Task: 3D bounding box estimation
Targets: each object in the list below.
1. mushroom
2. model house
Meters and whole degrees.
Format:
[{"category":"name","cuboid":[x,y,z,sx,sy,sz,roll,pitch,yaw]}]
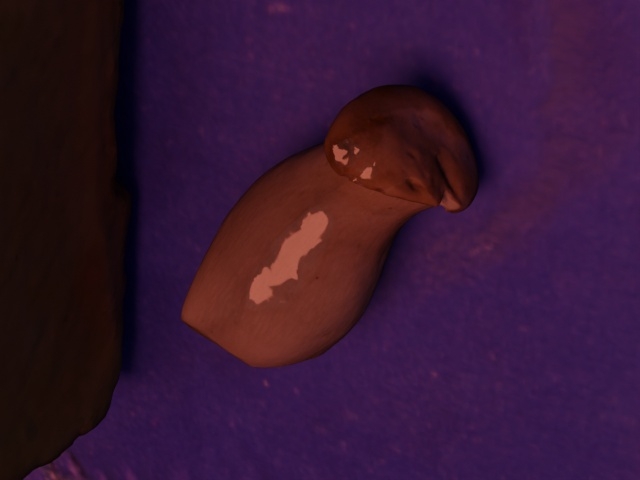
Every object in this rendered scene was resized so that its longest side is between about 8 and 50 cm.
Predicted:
[{"category":"mushroom","cuboid":[0.000,0.001,0.854,0.097,0.088,0.212,41,125,-6]},{"category":"model house","cuboid":[-0.319,-0.048,0.883,0.342,0.334,0.382,19,115,21]}]
